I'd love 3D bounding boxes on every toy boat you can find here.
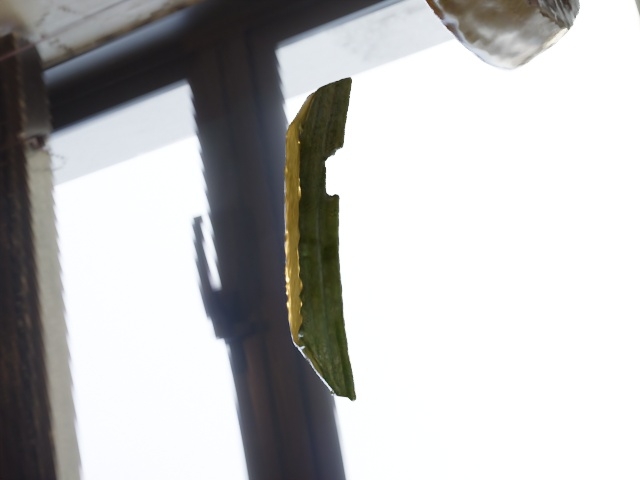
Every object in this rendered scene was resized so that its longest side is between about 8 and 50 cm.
[{"bbox_3d":[0.000,0.000,1.100,0.093,0.055,0.292,-176,85,-78],"label":"toy boat"}]

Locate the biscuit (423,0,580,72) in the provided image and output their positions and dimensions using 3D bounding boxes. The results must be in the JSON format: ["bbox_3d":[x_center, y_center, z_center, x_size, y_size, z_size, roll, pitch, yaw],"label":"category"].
[{"bbox_3d":[0.026,-0.203,0.476,0.257,0.049,0.272,36,-142,-46],"label":"biscuit"}]
